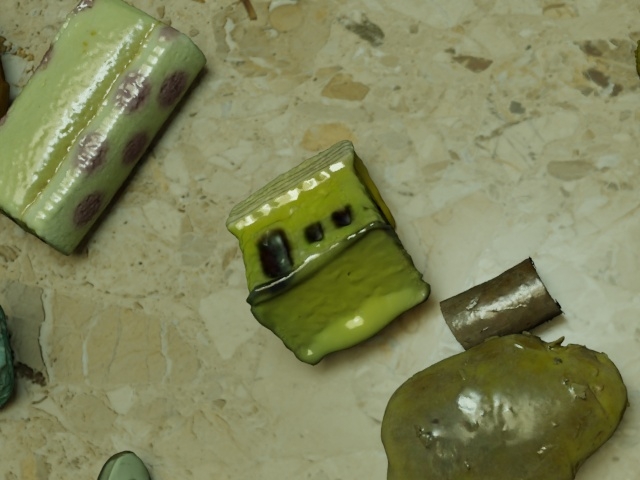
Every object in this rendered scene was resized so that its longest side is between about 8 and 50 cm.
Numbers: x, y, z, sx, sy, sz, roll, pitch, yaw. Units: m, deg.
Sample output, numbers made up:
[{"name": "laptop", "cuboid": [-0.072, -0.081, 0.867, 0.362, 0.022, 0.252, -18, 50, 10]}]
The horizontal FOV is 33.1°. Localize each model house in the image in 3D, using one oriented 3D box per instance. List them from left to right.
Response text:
[{"name": "model house", "cuboid": [0.000, 0.000, 1.342, 0.193, 0.175, 0.234, -31, 40, 9]}]

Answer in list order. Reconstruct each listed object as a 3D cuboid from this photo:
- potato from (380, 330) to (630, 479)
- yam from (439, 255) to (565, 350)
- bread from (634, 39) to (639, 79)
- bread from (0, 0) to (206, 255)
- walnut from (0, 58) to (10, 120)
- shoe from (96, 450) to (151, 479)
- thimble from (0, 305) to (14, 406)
[{"name": "potato", "cuboid": [0.203, 0.210, 1.227, 0.296, 0.141, 0.191, -26, 74, 6]}, {"name": "yam", "cuboid": [0.217, 0.081, 1.289, 0.127, 0.084, 0.084, -29, 70, 12]}, {"name": "bread", "cuboid": [0.487, -0.197, 1.252, 0.186, 0.124, 0.257, -32, 71, 7]}, {"name": "bread", "cuboid": [-0.323, -0.161, 1.471, 0.187, 0.155, 0.338, 33, 85, 13]}, {"name": "walnut", "cuboid": [-0.550, -0.231, 1.538, 0.209, 0.209, 0.336, -6, 67, 15]}, {"name": "shoe", "cuboid": [-0.210, 0.394, 1.329, 0.098, 0.103, 0.274, -16, 78, 11]}, {"name": "thimble", "cuboid": [-0.503, 0.153, 1.419, 0.235, 0.198, 0.143, -28, 65, 27]}]
